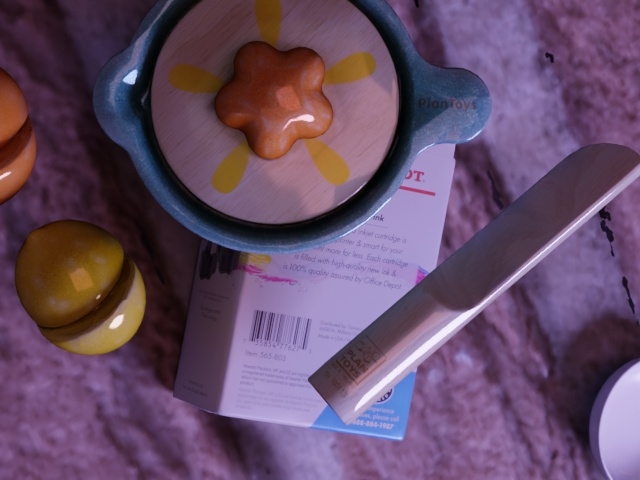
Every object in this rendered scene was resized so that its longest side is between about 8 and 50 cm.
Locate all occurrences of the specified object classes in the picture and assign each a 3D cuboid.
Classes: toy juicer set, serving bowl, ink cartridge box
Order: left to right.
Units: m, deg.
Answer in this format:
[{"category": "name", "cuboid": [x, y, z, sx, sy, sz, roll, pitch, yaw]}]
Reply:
[{"category": "toy juicer set", "cuboid": [-0.038, -0.028, 0.824, 0.329, 0.089, 0.209, 29, 87, -3]}, {"category": "ink cartridge box", "cuboid": [0.000, 0.000, 0.918, 0.104, 0.061, 0.181, 11, 89, -26]}, {"category": "serving bowl", "cuboid": [0.182, 0.103, 1.036, 0.083, 0.027, 0.083, -3, 96, -26]}]
